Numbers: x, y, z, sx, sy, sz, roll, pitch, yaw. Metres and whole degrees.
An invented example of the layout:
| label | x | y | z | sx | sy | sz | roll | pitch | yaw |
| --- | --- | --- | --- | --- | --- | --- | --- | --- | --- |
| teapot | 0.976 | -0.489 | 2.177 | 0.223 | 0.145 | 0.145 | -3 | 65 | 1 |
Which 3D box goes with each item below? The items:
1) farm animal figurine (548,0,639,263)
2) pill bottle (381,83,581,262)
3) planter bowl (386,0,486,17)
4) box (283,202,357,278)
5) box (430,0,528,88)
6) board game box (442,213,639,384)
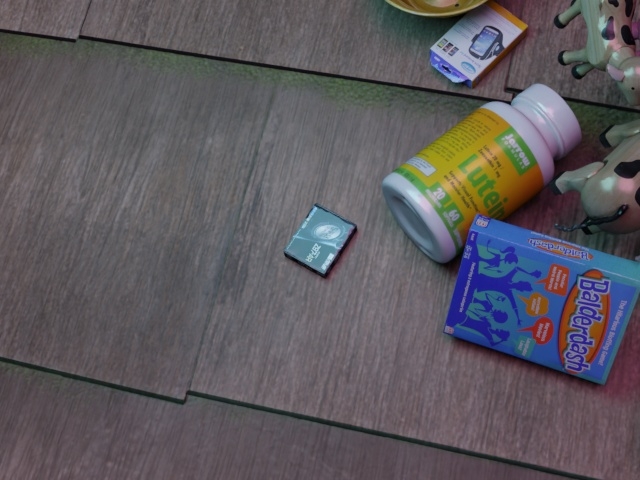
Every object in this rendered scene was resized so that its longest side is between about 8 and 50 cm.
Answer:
| label | x | y | z | sx | sy | sz | roll | pitch | yaw |
| --- | --- | --- | --- | --- | --- | --- | --- | --- | --- |
| farm animal figurine | 0.406 | -0.137 | 1.272 | 0.330 | 0.172 | 0.326 | 35 | 76 | -16 |
| pill bottle | 0.213 | -0.094 | 1.365 | 0.246 | 0.136 | 0.136 | -37 | 69 | -9 |
| planter bowl | 0.172 | -0.389 | 1.512 | 0.217 | 0.090 | 0.217 | -3 | 67 | 7 |
| box | 0.000 | 0.000 | 1.413 | 0.067 | 0.018 | 0.083 | 29 | 74 | 16 |
| box | 0.220 | -0.278 | 1.500 | 0.081 | 0.028 | 0.136 | 42 | 80 | 19 |
| board game box | 0.270 | 0.073 | 1.286 | 0.210 | 0.160 | 0.047 | 17 | 33 | 12 |
